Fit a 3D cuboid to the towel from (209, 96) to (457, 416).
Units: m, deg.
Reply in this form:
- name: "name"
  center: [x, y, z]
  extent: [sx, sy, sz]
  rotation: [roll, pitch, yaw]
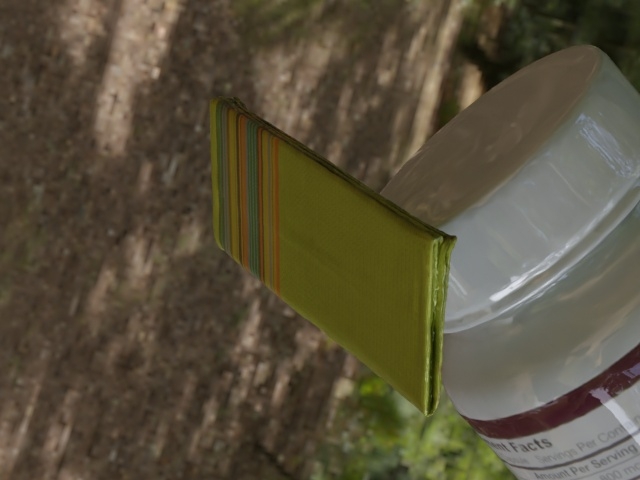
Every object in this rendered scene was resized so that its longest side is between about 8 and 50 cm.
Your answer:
- name: "towel"
  center: [0.000, 0.000, 0.814]
  extent: [0.237, 0.021, 0.102]
  rotation: [36, -47, 52]

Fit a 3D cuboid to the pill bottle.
- name: "pill bottle"
  center: [0.215, 0.087, 0.915]
  extent: [0.224, 0.392, 0.224]
  rotation: [-39, -166, 11]
